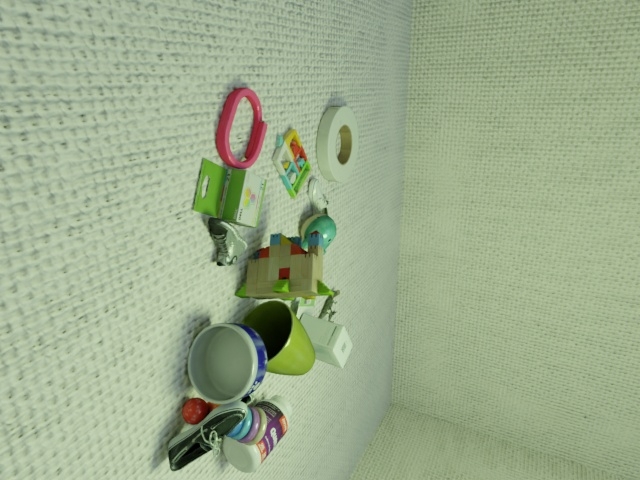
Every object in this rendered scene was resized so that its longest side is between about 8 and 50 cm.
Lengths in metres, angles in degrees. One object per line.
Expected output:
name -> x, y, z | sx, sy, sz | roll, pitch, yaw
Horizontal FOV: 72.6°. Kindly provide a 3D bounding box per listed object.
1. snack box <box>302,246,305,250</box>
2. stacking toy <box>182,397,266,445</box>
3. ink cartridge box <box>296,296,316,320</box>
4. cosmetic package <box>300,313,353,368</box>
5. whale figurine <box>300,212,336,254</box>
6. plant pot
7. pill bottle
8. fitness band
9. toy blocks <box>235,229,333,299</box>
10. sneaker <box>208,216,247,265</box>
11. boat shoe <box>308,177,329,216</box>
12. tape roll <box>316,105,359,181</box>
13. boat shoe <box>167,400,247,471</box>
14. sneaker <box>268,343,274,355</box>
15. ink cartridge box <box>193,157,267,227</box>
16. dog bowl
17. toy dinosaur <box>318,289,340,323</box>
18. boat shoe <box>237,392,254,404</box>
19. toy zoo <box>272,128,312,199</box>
snack box -> -0.144, 0.066, 1.883 | 0.100, 0.141, 0.037 | -58, 145, -39
stacking toy -> -0.355, 0.649, 1.595 | 0.330, 0.141, 0.141 | 36, 64, -38
ink cartridge box -> -0.101, 0.383, 2.169 | 0.171, 0.056, 0.235 | 16, 84, -64
cosmetic package -> 0.014, 0.493, 2.129 | 0.138, 0.224, 0.224 | -61, 149, -29
whale figurine -> 0.000, 0.000, 2.134 | 0.216, 0.141, 0.272 | -28, 139, -29
plant pot -> -0.148, 0.434, 1.776 | 0.293, 0.274, 0.275 | 48, 54, -41
pill bottle -> -0.254, 0.809, 1.860 | 0.323, 0.181, 0.182 | -33, 127, -56
fitness band -> -0.278, -0.400, 1.564 | 0.209, 0.054, 0.291 | 33, 68, -62
toy blocks -> -0.139, 0.089, 1.713 | 0.190, 0.380, 0.261 | 38, 50, -60
sneaker -> -0.342, 0.022, 1.540 | 0.132, 0.086, 0.229 | -68, 152, -20
boat shoe -> 0.005, -0.189, 2.164 | 0.095, 0.084, 0.258 | -53, 143, -43
tape roll -> 0.096, -0.500, 2.263 | 0.392, 0.071, 0.393 | -29, 123, -57
boat shoe -> -0.376, 0.661, 1.462 | 0.306, 0.105, 0.113 | -28, 123, -5
sneaker -> -0.226, 0.465, 1.935 | 0.094, 0.080, 0.212 | 88, 25, -47
ink cartridge box -> -0.311, -0.160, 1.526 | 0.255, 0.096, 0.189 | 18, 82, -64
dog bowl -> -0.320, 0.419, 1.506 | 0.104, 0.264, 0.265 | 22, 78, -66
toy dinosaur -> 0.048, 0.406, 2.476 | 0.118, 0.064, 0.268 | 59, 46, -33
boat shoe -> -0.313, 0.650, 1.808 | 0.226, 0.075, 0.083 | -27, 122, -59
toy zoo -> -0.126, -0.347, 1.910 | 0.193, 0.030, 0.293 | -65, 150, -29
